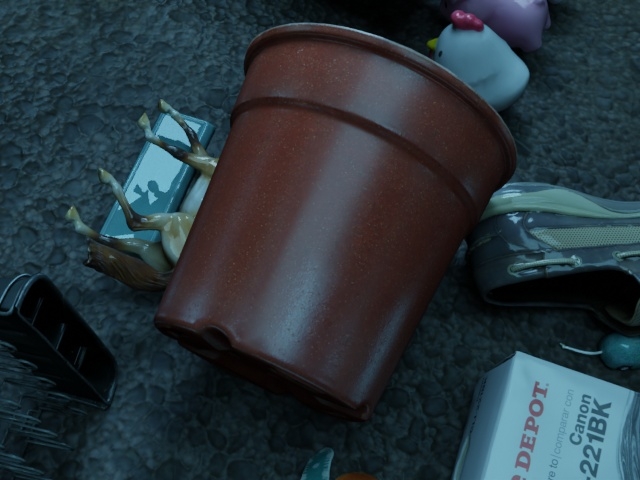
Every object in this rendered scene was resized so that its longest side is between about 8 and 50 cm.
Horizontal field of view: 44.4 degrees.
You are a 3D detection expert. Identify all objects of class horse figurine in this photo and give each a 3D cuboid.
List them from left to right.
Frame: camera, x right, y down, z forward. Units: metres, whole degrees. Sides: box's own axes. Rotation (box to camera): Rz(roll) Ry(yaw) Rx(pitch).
[{"bbox_3d":[-0.138,-0.037,0.797,0.174,0.066,0.263,37,53,-10],"label":"horse figurine"}]

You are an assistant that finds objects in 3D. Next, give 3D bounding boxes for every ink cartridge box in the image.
[{"bbox_3d":[0.252,0.235,0.661,0.273,0.114,0.197,18,70,5],"label":"ink cartridge box"}]

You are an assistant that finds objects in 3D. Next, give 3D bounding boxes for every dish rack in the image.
[{"bbox_3d":[-0.261,0.178,0.604,0.074,0.208,0.271,8,61,12],"label":"dish rack"}]

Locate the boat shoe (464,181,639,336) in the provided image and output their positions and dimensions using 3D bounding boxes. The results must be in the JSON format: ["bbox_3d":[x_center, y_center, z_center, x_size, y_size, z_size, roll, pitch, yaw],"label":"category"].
[{"bbox_3d":[0.318,0.034,0.790,0.355,0.132,0.130,4,62,6],"label":"boat shoe"}]

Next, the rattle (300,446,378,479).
[{"bbox_3d":[-0.031,0.239,0.632,0.200,0.142,0.130,-37,52,-16],"label":"rattle"}]

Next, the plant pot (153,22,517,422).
[{"bbox_3d":[0.000,0.000,0.697,0.272,0.272,0.265,23,73,6],"label":"plant pot"}]

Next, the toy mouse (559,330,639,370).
[{"bbox_3d":[0.305,0.139,0.779,0.143,0.031,0.161,37,64,14],"label":"toy mouse"}]

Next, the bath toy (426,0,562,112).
[{"bbox_3d":[0.215,-0.307,0.960,0.151,0.129,0.348,3,54,35],"label":"bath toy"}]

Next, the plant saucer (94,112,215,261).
[{"bbox_3d":[-0.177,-0.064,0.846,0.067,0.018,0.192,17,60,3],"label":"plant saucer"}]
